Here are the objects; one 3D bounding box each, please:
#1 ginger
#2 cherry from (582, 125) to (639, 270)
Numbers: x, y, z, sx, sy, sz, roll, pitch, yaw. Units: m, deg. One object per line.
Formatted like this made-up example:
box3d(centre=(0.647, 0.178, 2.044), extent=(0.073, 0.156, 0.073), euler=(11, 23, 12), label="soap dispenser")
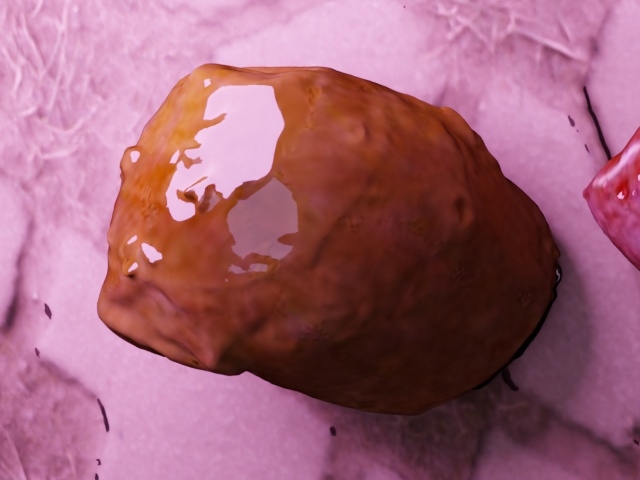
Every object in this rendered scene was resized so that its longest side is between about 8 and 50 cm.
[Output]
box3d(centre=(0.002, -0.004, 1.060), extent=(0.269, 0.223, 0.200), euler=(19, 96, 20), label="ginger")
box3d(centre=(0.272, -0.025, 0.981), extent=(0.250, 0.192, 0.175), euler=(0, 59, 26), label="cherry")
